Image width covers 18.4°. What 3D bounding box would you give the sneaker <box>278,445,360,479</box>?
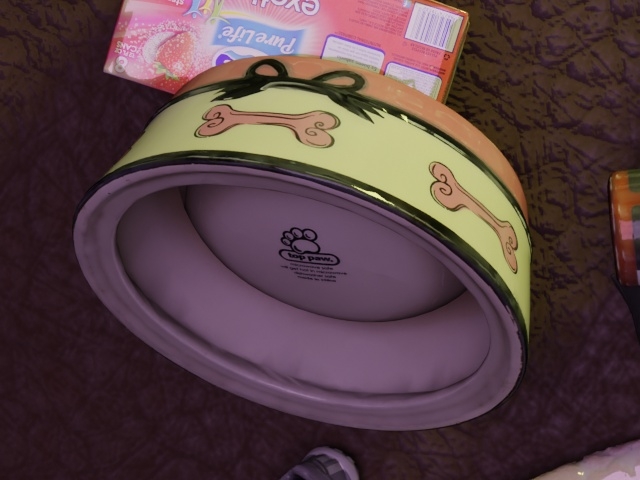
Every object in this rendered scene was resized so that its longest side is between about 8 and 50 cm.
[{"bbox_3d":[-0.042,0.308,1.870,0.086,0.132,0.228,18,98,22],"label":"sneaker"}]

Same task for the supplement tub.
[{"bbox_3d":[0.352,-0.018,1.710,0.198,0.106,0.106,-5,95,11],"label":"supplement tub"}]

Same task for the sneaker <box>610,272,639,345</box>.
[{"bbox_3d":[0.376,0.032,1.772,0.222,0.083,0.118,-28,89,16],"label":"sneaker"}]

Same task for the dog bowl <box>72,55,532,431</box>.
[{"bbox_3d":[0.000,0.000,1.721,0.408,0.408,0.150,14,59,11],"label":"dog bowl"}]

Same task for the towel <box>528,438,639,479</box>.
[{"bbox_3d":[0.210,0.385,1.845,0.332,0.053,0.317,-22,90,4],"label":"towel"}]

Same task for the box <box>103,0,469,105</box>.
[{"bbox_3d":[-0.027,-0.178,1.790,0.300,0.142,0.154,17,96,3],"label":"box"}]
